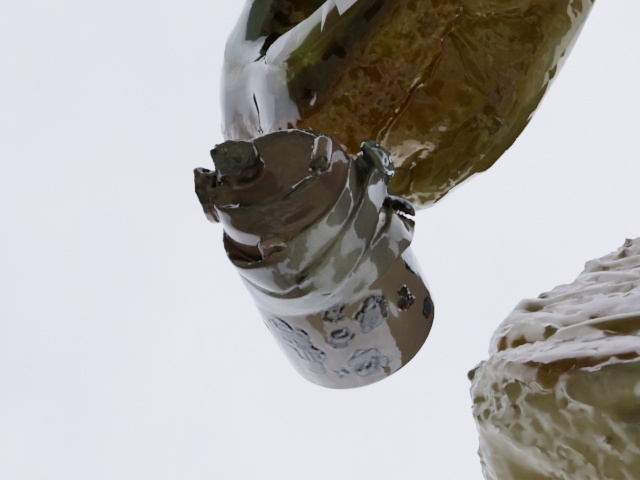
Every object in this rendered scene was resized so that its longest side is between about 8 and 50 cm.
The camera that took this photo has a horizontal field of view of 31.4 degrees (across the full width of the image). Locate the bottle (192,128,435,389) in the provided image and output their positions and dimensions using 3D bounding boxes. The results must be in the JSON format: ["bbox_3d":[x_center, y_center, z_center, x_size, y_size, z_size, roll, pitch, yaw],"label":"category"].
[{"bbox_3d":[-0.001,0.001,0.588,0.099,0.152,0.099,-14,-136,14],"label":"bottle"}]

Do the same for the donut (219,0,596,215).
[{"bbox_3d":[0.045,-0.155,0.789,0.160,0.330,0.330,23,-99,-27],"label":"donut"}]

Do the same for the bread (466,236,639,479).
[{"bbox_3d":[0.342,0.136,0.792,0.390,0.371,0.279,-12,-81,50],"label":"bread"}]
